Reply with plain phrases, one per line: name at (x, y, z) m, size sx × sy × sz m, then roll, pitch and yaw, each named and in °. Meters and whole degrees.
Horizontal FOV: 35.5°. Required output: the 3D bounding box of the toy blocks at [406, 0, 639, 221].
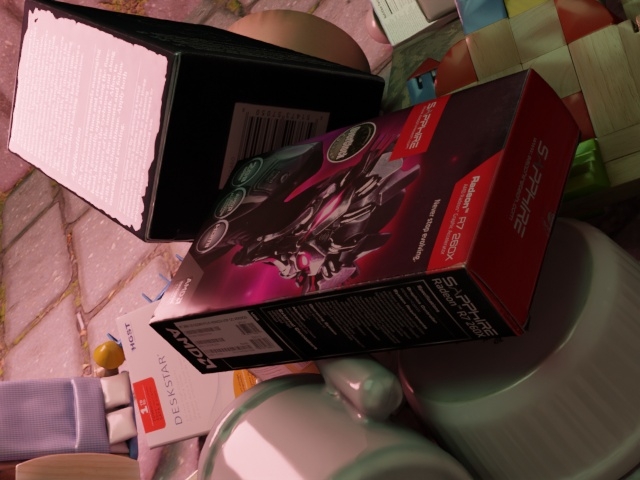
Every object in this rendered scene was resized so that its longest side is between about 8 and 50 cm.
toy blocks at (0.223, -0.156, 1.002) m, size 0.381 × 0.191 × 0.260 m, roll -20°, pitch 77°, yaw 30°

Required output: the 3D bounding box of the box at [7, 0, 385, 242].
box at (-0.170, -0.155, 1.246) m, size 0.395 × 0.294 × 0.212 m, roll 28°, pitch 112°, yaw 47°

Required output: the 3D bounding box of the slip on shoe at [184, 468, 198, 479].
slip on shoe at (-0.129, 0.316, 1.123) m, size 0.331 × 0.101 × 0.123 m, roll -41°, pitch -10°, yaw -16°

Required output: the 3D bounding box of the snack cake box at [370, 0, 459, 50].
snack cake box at (0.147, -0.422, 1.597) m, size 0.152 × 0.089 × 0.264 m, roll -29°, pitch 62°, yaw 15°

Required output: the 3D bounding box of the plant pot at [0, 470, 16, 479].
plant pot at (-0.466, 0.372, 1.366) m, size 0.215 × 0.230 × 0.215 m, roll -34°, pitch 30°, yaw 22°

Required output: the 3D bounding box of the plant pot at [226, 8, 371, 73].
plant pot at (-0.065, -0.172, 1.560) m, size 0.256 × 0.256 × 0.274 m, roll -23°, pitch 43°, yaw 38°

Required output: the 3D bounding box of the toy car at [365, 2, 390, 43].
toy car at (0.138, -0.445, 1.739) m, size 0.159 × 0.136 × 0.182 m, roll -25°, pitch 33°, yaw 34°

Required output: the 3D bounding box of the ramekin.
ramekin at (0.193, 0.098, 0.922) m, size 0.273 × 0.127 × 0.273 m, roll -34°, pitch 30°, yaw 22°

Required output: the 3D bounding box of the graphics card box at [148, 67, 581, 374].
graphics card box at (0.033, -0.007, 0.913) m, size 0.371 × 0.094 × 0.232 m, roll -13°, pitch 41°, yaw 41°

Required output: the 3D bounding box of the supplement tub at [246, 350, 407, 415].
supplement tub at (-0.004, 0.114, 1.097) m, size 0.144 × 0.200 × 0.144 m, roll -34°, pitch 29°, yaw 22°

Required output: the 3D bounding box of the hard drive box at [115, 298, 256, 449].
hard drive box at (-0.133, 0.148, 1.253) m, size 0.232 × 0.181 × 0.089 m, roll -24°, pitch -10°, yaw 38°

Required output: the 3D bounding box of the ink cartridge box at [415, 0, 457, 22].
ink cartridge box at (0.282, -0.453, 1.361) m, size 0.279 × 0.160 × 0.385 m, roll -26°, pitch 6°, yaw 33°

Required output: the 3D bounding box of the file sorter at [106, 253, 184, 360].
file sorter at (-0.219, 0.120, 1.490) m, size 0.170 × 0.118 × 0.104 m, roll -50°, pitch 24°, yaw -7°

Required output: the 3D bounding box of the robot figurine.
robot figurine at (0.011, 0.241, 0.901) m, size 0.353 × 0.200 × 0.299 m, roll 26°, pitch 105°, yaw 61°

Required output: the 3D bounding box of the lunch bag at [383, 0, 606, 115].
lunch bag at (0.231, -0.192, 1.217) m, size 0.287 × 0.169 × 0.235 m, roll -28°, pitch 30°, yaw 29°

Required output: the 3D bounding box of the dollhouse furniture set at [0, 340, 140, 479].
dollhouse furniture set at (-0.364, 0.235, 1.247) m, size 0.198 × 0.286 × 0.303 m, roll 111°, pitch 153°, yaw -44°
